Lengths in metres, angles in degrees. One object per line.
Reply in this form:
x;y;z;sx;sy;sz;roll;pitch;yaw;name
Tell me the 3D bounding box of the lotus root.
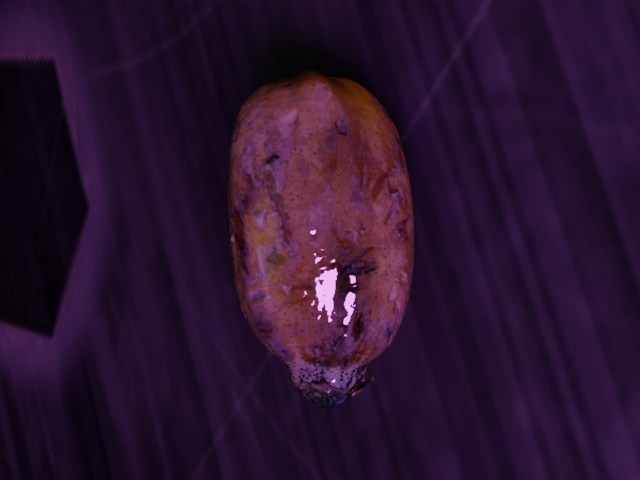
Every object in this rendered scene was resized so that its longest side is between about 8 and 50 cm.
0.000;0.000;0.512;0.049;0.054;0.099;154;112;-76;lotus root
